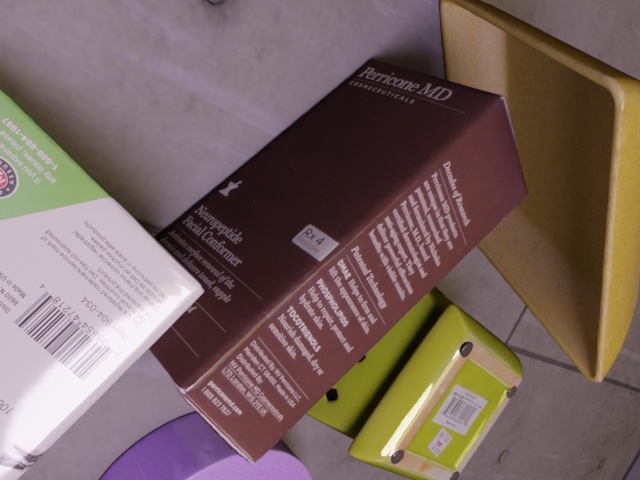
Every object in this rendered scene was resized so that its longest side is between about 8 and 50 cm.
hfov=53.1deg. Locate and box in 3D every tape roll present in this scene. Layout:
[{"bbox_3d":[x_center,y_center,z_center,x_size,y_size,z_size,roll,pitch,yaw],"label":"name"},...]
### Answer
[{"bbox_3d":[-0.143,0.341,0.763,0.275,0.090,0.274,-18,123,-31],"label":"tape roll"}]

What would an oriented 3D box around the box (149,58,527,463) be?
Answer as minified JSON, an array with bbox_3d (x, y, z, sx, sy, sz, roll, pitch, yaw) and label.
[{"bbox_3d":[0.000,0.000,0.628,0.381,0.191,0.143,-42,133,-15],"label":"box"}]

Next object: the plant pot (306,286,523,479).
[{"bbox_3d":[0.099,0.157,0.783,0.228,0.207,0.227,37,88,-44],"label":"plant pot"}]

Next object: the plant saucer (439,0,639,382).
[{"bbox_3d":[0.239,-0.078,0.682,0.081,0.333,0.332,-18,126,-5],"label":"plant saucer"}]

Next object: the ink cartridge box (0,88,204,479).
[{"bbox_3d":[-0.252,0.059,0.453,0.273,0.115,0.198,-45,103,-10],"label":"ink cartridge box"}]
